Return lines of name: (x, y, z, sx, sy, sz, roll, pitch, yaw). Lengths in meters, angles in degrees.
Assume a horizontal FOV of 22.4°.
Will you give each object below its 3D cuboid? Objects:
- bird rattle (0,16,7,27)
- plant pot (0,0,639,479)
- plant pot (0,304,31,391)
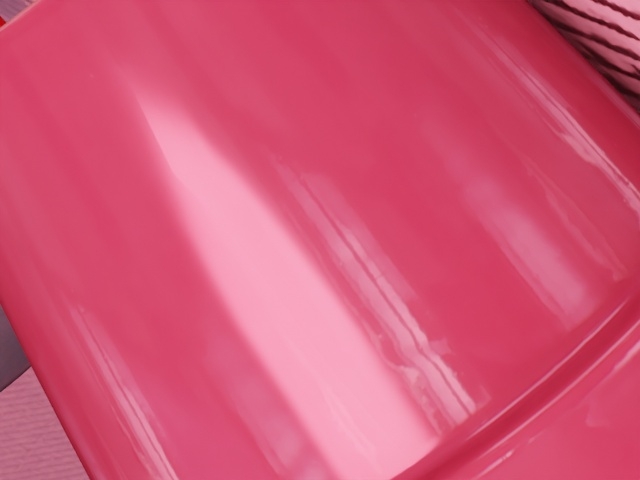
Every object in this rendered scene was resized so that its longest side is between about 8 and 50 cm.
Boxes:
bird rattle: (-0.258, -0.151, 0.813, 0.253, 0.143, 0.207, 22, 179, 4)
plant pot: (0.000, 0.000, 0.417, 0.180, 0.201, 0.201, 54, 165, -11)
plant pot: (-0.290, -0.005, 1.090, 0.293, 0.235, 0.293, 34, 168, 8)
